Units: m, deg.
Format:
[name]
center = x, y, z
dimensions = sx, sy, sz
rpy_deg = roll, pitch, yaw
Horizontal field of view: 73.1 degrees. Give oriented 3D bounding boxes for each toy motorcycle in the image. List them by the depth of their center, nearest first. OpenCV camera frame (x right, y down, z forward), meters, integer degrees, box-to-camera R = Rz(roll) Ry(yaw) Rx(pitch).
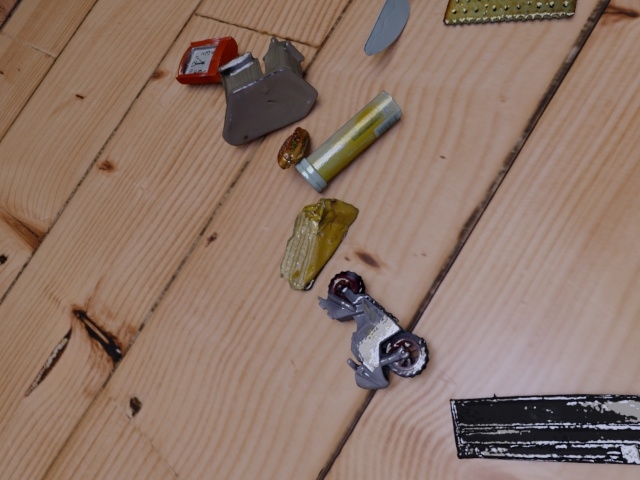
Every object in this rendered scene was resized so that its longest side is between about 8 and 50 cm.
[toy motorcycle]
center = 0.071, 0.149, 0.696
dimensions = 0.122, 0.080, 0.215
rpy_deg = -45, 55, 1

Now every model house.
[model house]
center = -0.134, -0.338, 0.940
dimensions = 0.229, 0.122, 0.188
rpy_deg = -23, 59, 11

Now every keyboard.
[keyboard]
center = 0.301, 0.246, 0.572
dimensions = 0.250, 0.017, 0.087
rpy_deg = -14, 67, 28

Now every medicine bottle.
[medicine bottle]
center = 0.054, -0.188, 0.827
dimensions = 0.218, 0.074, 0.074
rpy_deg = -41, 60, 4

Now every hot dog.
[hot dog]
center = -0.053, -0.188, 0.856
dimensions = 0.062, 0.038, 0.144
rpy_deg = -31, 24, 27

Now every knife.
[knife]
center = 0.161, -0.499, 0.885
dimensions = 0.044, 0.080, 0.332
rpy_deg = 4, 70, 48

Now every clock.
[clock]
center = -0.281, -0.440, 1.079
dimensions = 0.155, 0.061, 0.113
rpy_deg = 11, 77, 31

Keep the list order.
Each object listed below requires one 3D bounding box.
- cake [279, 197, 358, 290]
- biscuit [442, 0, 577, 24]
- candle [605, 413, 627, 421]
[cake]
center = -0.003, -0.002, 0.806
dimensions = 0.079, 0.116, 0.185
rpy_deg = 25, 115, 34
[biscuit]
center = 0.359, -0.468, 0.815
dimensions = 0.231, 0.016, 0.139
rpy_deg = 11, 76, 28
[candle]
center = 0.444, 0.216, 0.528
dimensions = 0.167, 0.021, 0.026
rpy_deg = -11, 68, 22
